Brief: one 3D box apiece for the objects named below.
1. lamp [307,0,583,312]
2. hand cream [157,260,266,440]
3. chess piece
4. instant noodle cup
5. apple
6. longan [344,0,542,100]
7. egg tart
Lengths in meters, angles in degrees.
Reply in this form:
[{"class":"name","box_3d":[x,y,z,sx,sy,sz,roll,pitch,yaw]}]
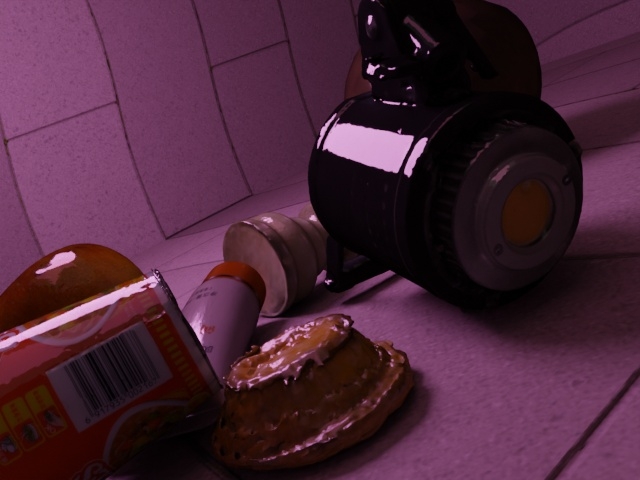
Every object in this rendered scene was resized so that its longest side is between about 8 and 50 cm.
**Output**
[{"class":"lamp","box_3d":[0.125,-0.044,0.694,0.205,0.374,0.272,-21,42,-19]},{"class":"hand cream","box_3d":[-0.140,0.132,0.778,0.140,0.089,0.314,-21,21,14]},{"class":"chess piece","box_3d":[0.000,0.000,0.995,0.251,0.144,0.144,-24,9,-38]},{"class":"instant noodle cup","box_3d":[-0.211,0.129,0.603,0.212,0.193,0.193,-30,12,-13]},{"class":"apple","box_3d":[-0.348,0.124,0.979,0.237,0.207,0.237,-38,-1,-1]},{"class":"longan","box_3d":[0.209,-0.253,1.224,0.404,0.336,0.404,-60,7,12]},{"class":"egg tart","box_3d":[-0.017,0.123,0.581,0.191,0.074,0.191,-25,12,6]}]
